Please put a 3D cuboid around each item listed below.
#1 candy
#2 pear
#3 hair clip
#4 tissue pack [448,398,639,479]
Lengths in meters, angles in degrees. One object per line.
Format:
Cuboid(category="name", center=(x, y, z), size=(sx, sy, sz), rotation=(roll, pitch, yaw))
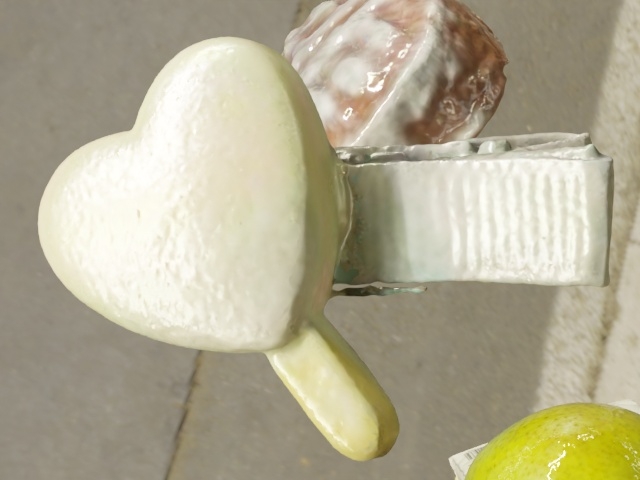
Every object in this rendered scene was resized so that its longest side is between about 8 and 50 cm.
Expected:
Cuboid(category="candy", center=(0.054, -0.127, 1.285), size=(0.214, 0.157, 0.289), rotation=(-56, 22, 6))
Cuboid(category="pear", center=(0.147, 0.189, 0.940), size=(0.216, 0.166, 0.180), rotation=(11, 89, 32))
Cuboid(category="hair clip", center=(0.000, 0.003, 0.556), size=(0.218, 0.071, 0.159), rotation=(-1, 87, 8))
Cuboid(category="tissue pack", center=(0.184, 0.189, 1.076), size=(0.148, 0.106, 0.099), rotation=(-17, 97, -3))
